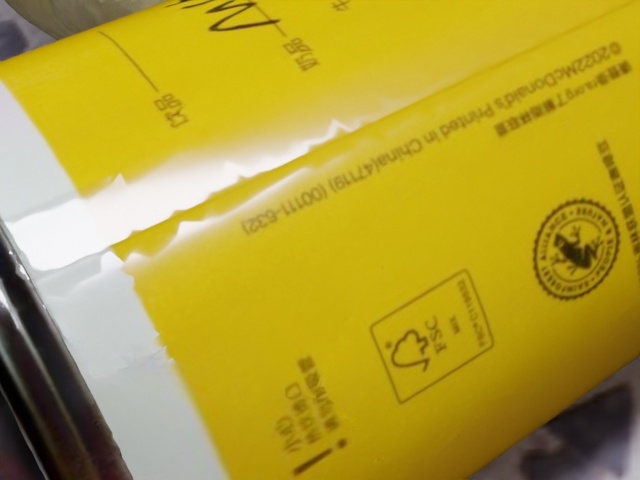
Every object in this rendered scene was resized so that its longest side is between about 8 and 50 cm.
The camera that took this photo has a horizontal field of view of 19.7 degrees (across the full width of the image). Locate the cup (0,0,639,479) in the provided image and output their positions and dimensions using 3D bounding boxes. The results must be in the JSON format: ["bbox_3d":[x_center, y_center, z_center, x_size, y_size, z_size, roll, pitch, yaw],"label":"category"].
[{"bbox_3d":[0.000,0.000,0.535,0.279,0.196,0.196,-28,52,-13],"label":"cup"}]

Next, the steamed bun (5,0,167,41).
[{"bbox_3d":[-0.043,-0.129,0.681,0.231,0.110,0.212,-17,50,19],"label":"steamed bun"}]
